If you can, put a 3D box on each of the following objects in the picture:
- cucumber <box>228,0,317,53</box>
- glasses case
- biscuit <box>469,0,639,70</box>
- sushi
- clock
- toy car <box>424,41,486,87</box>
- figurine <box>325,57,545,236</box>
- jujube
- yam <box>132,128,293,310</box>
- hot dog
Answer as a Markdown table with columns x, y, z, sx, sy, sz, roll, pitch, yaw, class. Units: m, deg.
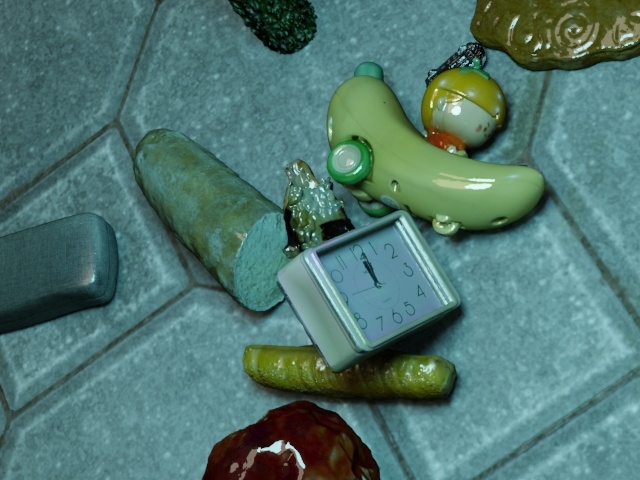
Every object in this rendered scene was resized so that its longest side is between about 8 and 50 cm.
| x | y | z | sx | sy | sz | roll | pitch | yaw | class |
| --- | --- | --- | --- | --- | --- | --- | --- | --- | --- |
| -0.112 | -0.368 | 2.104 | 0.096 | 0.359 | 0.096 | -10 | 65 | 22 | cucumber |
| -0.438 | 0.059 | 2.255 | 0.323 | 0.074 | 0.131 | -16 | 60 | 22 | glasses case |
| 0.321 | -0.341 | 2.044 | 0.273 | 0.049 | 0.257 | 4 | 70 | 32 | biscuit |
| -0.001 | -0.001 | 1.998 | 0.097 | 0.103 | 0.226 | -25 | 73 | 0 | sushi |
| 0.058 | 0.057 | 1.887 | 0.071 | 0.192 | 0.147 | -40 | 77 | 46 | clock |
| 0.180 | -0.225 | 2.077 | 0.093 | 0.025 | 0.041 | -37 | 56 | 13 | toy car |
| 0.148 | -0.124 | 1.996 | 0.324 | 0.124 | 0.222 | 23 | 76 | 32 | figurine |
| -0.036 | 0.294 | 1.823 | 0.212 | 0.232 | 0.213 | -1 | 85 | 9 | jujube |
| -0.148 | -0.046 | 2.121 | 0.133 | 0.133 | 0.330 | -48 | 50 | 1 | yam |
| 0.033 | 0.164 | 1.948 | 0.289 | 0.083 | 0.068 | 3 | 88 | 30 | hot dog |
